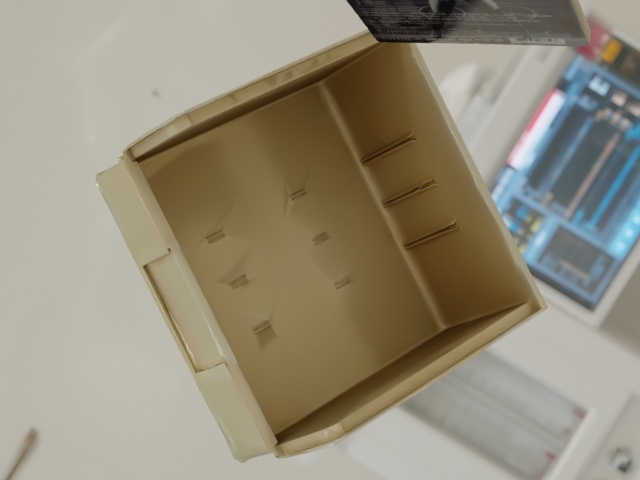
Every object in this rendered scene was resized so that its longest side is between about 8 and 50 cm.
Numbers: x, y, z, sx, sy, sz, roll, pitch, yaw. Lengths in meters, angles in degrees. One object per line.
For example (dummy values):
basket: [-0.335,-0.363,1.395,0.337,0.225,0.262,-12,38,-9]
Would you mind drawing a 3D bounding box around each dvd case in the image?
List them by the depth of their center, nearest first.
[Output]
dvd case: [0.092,-0.178,1.139,0.221,0.164,0.018,35,-120,-70]

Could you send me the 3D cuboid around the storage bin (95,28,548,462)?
storage bin: [0.000,0.000,1.274,0.260,0.262,0.123,-28,3,-38]
